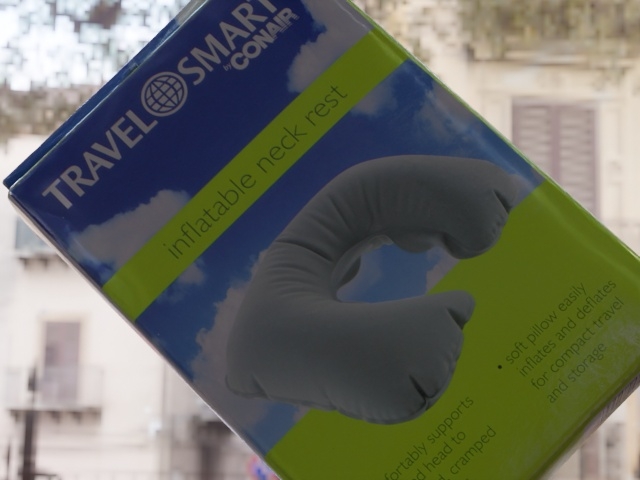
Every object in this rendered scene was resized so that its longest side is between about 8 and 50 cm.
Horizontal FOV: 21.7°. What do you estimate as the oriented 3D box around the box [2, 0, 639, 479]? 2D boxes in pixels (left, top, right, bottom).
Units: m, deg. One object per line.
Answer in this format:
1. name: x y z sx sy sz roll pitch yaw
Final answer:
1. box: 0.000 0.000 0.459 0.178 0.109 0.042 43 -7 18
